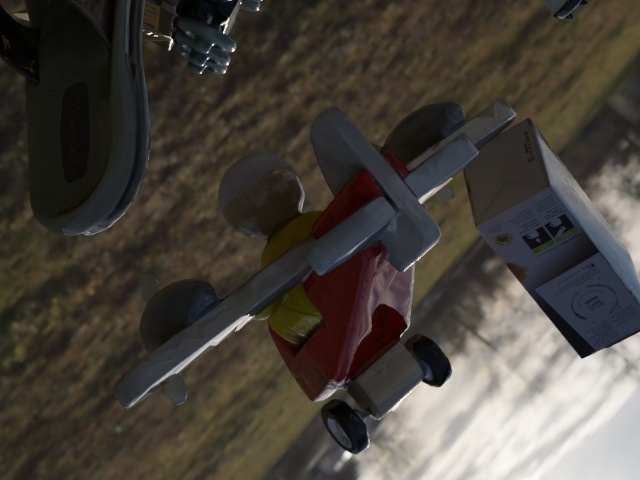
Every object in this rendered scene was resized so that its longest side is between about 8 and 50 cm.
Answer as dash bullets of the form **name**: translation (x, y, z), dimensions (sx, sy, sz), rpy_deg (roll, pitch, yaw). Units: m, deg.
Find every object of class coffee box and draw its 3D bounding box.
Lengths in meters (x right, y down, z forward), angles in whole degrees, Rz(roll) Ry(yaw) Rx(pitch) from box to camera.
- **coffee box**: translation (0.270, 0.000, 1.607), dimensions (0.098, 0.246, 0.141), rpy_deg (-30, -147, 20)

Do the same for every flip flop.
- **flip flop**: translation (-0.166, -0.136, 0.846), dimensions (0.112, 0.277, 0.080), rpy_deg (-23, 155, 39)

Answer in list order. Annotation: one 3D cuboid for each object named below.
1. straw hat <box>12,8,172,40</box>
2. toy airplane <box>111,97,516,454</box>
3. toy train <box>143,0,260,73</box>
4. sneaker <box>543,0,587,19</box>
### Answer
- **straw hat**: translation (-0.191, -0.214, 1.220), dimensions (0.144, 0.144, 0.061), rpy_deg (-17, 116, -82)
- **toy airplane**: translation (0.000, 0.000, 1.345), dimensions (0.384, 0.272, 0.386), rpy_deg (-56, 153, 17)
- **toy train**: translation (-0.176, -0.311, 1.769), dimensions (0.142, 0.190, 0.334), rpy_deg (-63, -174, -5)
- **sneaker**: translation (0.177, -0.249, 0.970), dimensions (0.234, 0.106, 0.078), rpy_deg (-54, -178, -42)
